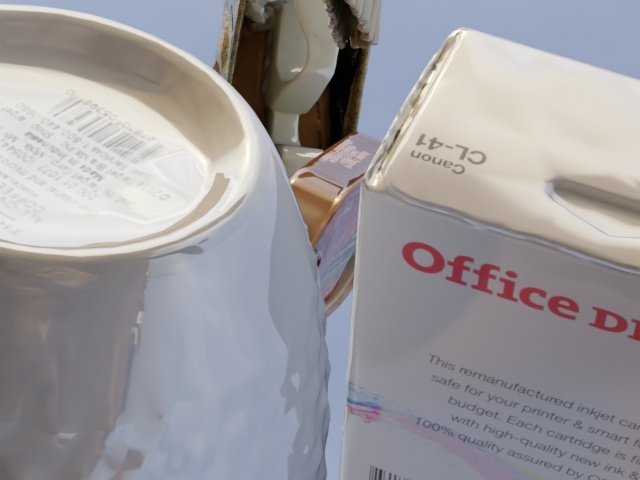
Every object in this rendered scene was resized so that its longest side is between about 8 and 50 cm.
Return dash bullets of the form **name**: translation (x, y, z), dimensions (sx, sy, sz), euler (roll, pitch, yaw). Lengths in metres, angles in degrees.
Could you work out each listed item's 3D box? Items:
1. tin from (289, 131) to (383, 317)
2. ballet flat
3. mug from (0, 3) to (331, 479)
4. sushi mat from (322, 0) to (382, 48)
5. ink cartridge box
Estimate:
- **tin**: translation (0.000, 0.000, 1.090), dimensions (0.040, 0.190, 0.106), euler (22, -71, 12)
- **ballet flat**: translation (-0.021, -0.081, 1.283), dimensions (0.123, 0.123, 0.348), euler (3, -97, 36)
- **mug**: translation (-0.165, 0.057, 0.830), dimensions (0.374, 0.276, 0.328), euler (40, -47, 30)
- **sushi mat**: translation (0.032, -0.235, 0.669), dimensions (0.019, 0.151, 0.316), euler (9, -98, 9)
- **ink cartridge box**: translation (0.134, 0.071, 0.979), dimensions (0.226, 0.131, 0.306), euler (18, -43, 12)
